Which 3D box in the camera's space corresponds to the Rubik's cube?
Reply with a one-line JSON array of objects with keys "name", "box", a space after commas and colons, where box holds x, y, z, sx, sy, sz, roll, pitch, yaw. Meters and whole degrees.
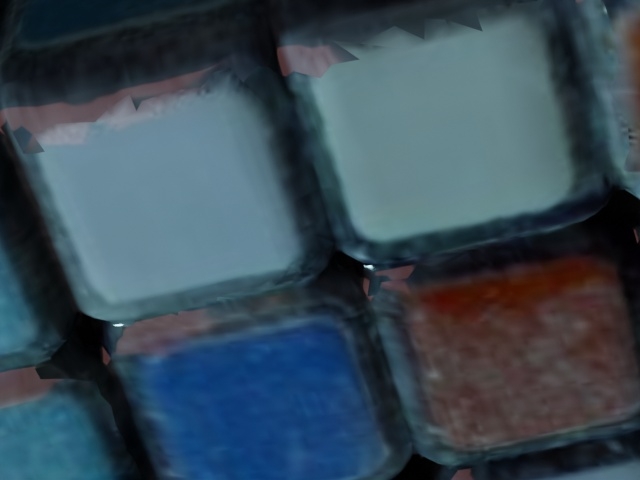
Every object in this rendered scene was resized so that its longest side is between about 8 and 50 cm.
[{"name": "Rubik's cube", "box": [0.000, 0.000, 0.524, 0.292, 0.293, 0.287, -12, 124, 10]}]
